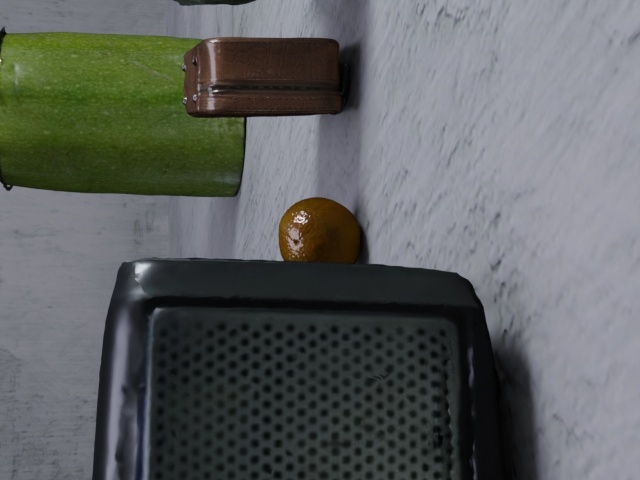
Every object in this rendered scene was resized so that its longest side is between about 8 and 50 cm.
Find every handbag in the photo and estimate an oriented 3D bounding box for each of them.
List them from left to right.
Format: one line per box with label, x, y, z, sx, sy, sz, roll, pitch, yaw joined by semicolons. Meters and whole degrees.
handbag;-0.054;-0.153;1.028;0.193;0.151;0.072;-166;74;-75

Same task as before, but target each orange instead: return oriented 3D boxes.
orange;0.000;0.000;0.950;0.085;0.085;0.085;-179;90;-78

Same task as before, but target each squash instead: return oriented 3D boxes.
squash;-0.327;-0.203;1.734;0.263;0.385;0.263;-179;90;-79

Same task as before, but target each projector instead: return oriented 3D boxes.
projector;-0.035;0.232;0.717;0.395;0.242;0.405;132;139;-75

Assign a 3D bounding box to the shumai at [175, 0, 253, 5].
shumai;-0.079;-0.309;1.026;0.260;0.225;0.222;-53;-11;-18
